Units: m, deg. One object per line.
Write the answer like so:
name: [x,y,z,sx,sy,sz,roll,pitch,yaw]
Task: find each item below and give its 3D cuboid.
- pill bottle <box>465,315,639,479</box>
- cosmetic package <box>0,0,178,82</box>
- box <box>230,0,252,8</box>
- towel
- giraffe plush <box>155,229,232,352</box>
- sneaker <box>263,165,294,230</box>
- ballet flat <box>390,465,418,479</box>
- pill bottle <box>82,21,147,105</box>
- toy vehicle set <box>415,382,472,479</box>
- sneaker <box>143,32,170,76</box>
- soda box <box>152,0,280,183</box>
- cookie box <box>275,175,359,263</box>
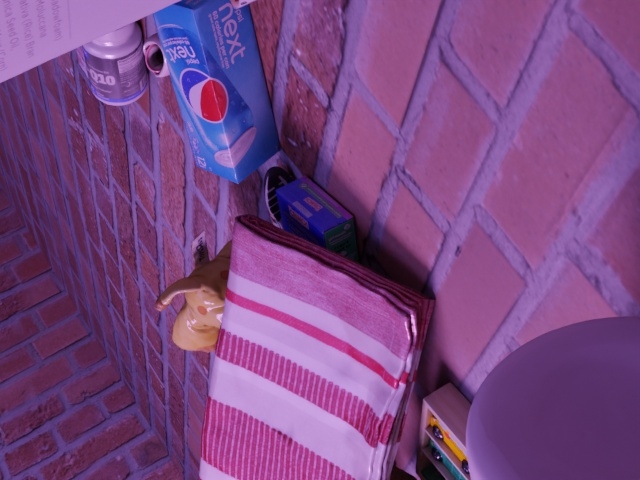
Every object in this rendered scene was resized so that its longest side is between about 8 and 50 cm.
pill bottle: [0.210,0.230,0.727,0.188,0.188,0.334,37,150,48]
cosmetic package: [-0.166,-0.242,0.603,0.230,0.453,0.161,56,160,14]
box: [-0.085,-0.308,0.936,0.114,0.036,0.207,7,124,66]
towel: [-0.022,0.162,1.120,0.237,0.037,0.329,24,115,31]
giraffe plush: [-0.069,0.090,1.268,0.170,0.181,0.210,40,171,20]
sneaker: [-0.045,-0.037,1.205,0.044,0.040,0.109,40,152,49]
ballet flat: [0.109,0.362,1.261,0.124,0.116,0.342,64,180,44]
pill bottle: [-0.267,-0.245,1.405,0.078,0.078,0.137,51,158,25]
toy vehicle set: [0.191,0.281,1.069,0.267,0.035,0.166,48,157,32]
sneaker: [-0.173,-0.213,1.234,0.051,0.070,0.134,61,162,-8]
soda box: [-0.104,-0.165,1.107,0.067,0.071,0.210,24,141,35]
cookie box: [0.000,0.000,1.144,0.092,0.040,0.107,43,154,41]
